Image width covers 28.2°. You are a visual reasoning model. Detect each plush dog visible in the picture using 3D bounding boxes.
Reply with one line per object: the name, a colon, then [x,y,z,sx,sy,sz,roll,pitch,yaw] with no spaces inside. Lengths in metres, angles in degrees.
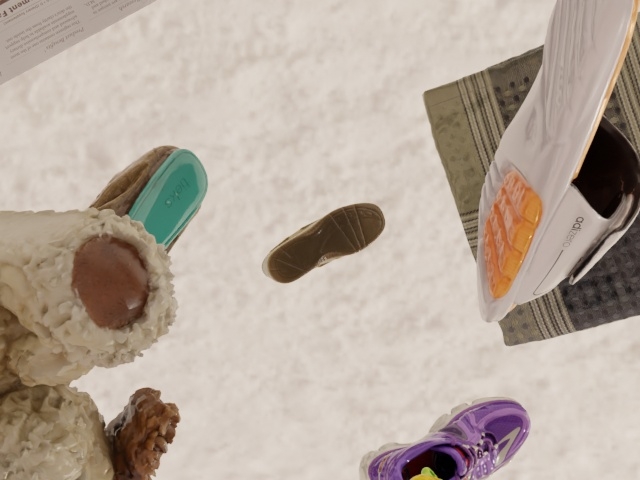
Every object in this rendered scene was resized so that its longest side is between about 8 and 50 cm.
plush dog: [-0.213,0.104,0.775,0.262,0.210,0.225,-24,114,-21]

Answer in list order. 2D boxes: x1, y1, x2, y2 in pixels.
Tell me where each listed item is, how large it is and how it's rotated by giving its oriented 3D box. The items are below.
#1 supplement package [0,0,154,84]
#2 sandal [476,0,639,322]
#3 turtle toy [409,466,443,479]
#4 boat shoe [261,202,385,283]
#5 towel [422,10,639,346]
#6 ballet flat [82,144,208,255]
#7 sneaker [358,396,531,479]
supplement package: [-0.298,-0.257,1.188,0.262,0.204,0.145,-29,121,-5]
sandal: [0.143,-0.041,0.683,0.076,0.102,0.265,9,142,-5]
turtle toy: [0.061,0.206,0.792,0.066,0.130,0.095,-9,153,28]
boat shoe: [0.000,0.000,1.254,0.045,0.135,0.050,-2,111,66]
towel: [0.300,-0.071,1.402,0.312,0.324,0.056,-18,180,22]
ballet flat: [-0.234,0.021,1.301,0.124,0.342,0.116,-13,123,33]
sneaker: [0.115,0.182,1.059,0.170,0.068,0.071,-22,-178,-30]
